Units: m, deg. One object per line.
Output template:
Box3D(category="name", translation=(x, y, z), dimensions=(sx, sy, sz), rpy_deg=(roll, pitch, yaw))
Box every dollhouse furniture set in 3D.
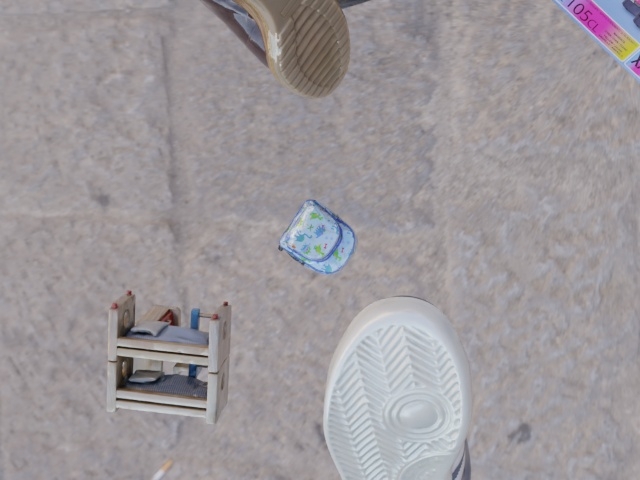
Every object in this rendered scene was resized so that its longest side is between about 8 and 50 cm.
Box3D(category="dollhouse furniture set", translation=(-0.166, 0.118, 1.199), dimensions=(0.129, 0.183, 0.128), rpy_deg=(6, 104, 6))

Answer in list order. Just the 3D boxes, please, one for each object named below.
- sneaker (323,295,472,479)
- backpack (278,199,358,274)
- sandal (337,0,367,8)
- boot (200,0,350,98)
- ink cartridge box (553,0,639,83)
Box3D(category="sneaker", translation=(0.078, 0.165, 0.933), dimensions=(0.131, 0.148, 0.350), rpy_deg=(3, 128, 8))
Box3D(category="backpack", translation=(0.000, 0.000, 1.642), dimensions=(0.114, 0.084, 0.105), rpy_deg=(34, 89, 6))
Box3D(category="sandal", translation=(0.092, -0.380, 1.304), dimensions=(0.446, 0.168, 0.107), rpy_deg=(5, 117, 61))
Box3D(category="boot", translation=(-0.086, -0.251, 0.943), dimensions=(0.090, 0.248, 0.207), rpy_deg=(-48, 53, -2))
Box3D(category="ink cartridge box", translation=(0.576, -0.459, 1.579), dimensions=(0.270, 0.151, 0.395), rpy_deg=(43, 149, 1))
